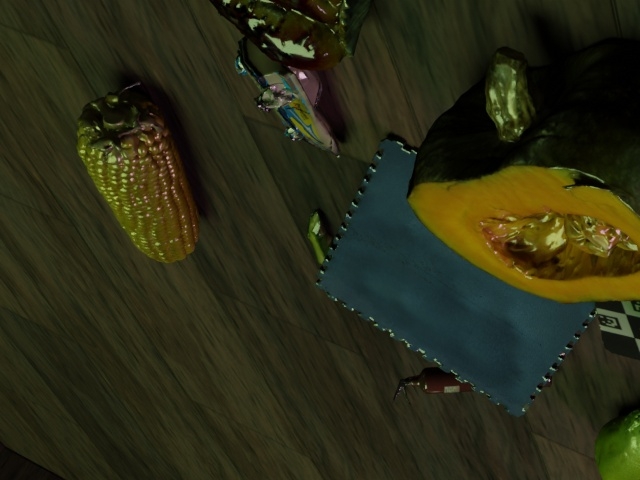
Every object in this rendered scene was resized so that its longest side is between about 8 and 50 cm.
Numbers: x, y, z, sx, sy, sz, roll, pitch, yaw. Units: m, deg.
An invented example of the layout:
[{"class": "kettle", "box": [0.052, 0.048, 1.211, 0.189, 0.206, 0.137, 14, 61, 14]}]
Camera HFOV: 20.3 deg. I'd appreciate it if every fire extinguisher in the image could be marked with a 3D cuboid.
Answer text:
[{"class": "fire extinguisher", "box": [0.163, 0.146, 1.943, 0.173, 0.049, 0.035, -3, 136, 0]}]

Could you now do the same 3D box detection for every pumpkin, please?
[{"class": "pumpkin", "box": [0.192, -0.061, 1.428, 0.222, 0.139, 0.317, 41, 162, -23]}]

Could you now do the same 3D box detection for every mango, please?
[{"class": "mango", "box": [0.336, 0.225, 1.900, 0.091, 0.074, 0.165, 31, 159, 16]}]

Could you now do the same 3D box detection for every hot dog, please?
[{"class": "hot dog", "box": [-0.076, -0.245, 1.507, 0.270, 0.082, 0.162, 35, 158, 3]}]

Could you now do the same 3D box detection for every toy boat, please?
[{"class": "toy boat", "box": [-0.022, -0.133, 1.700, 0.084, 0.066, 0.210, 62, -174, 33]}]

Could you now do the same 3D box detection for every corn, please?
[{"class": "corn", "box": [-0.204, -0.070, 2.058, 0.106, 0.106, 0.305, 27, 161, 20]}]

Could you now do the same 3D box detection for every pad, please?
[{"class": "pad", "box": [0.136, 0.042, 1.792, 0.269, 0.012, 0.269, 34, 142, 5]}]

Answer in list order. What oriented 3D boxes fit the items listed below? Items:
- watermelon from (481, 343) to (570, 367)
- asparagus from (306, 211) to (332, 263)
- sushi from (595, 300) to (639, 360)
[{"class": "watermelon", "box": [0.181, 0.111, 1.898, 0.087, 0.069, 0.163, 42, 160, -15]}, {"class": "asparagus", "box": [0.001, 0.000, 1.999, 0.025, 0.021, 0.108, 26, 157, 25]}, {"class": "sushi", "box": [0.326, 0.093, 1.630, 0.192, 0.050, 0.215, 15, 152, 26]}]
